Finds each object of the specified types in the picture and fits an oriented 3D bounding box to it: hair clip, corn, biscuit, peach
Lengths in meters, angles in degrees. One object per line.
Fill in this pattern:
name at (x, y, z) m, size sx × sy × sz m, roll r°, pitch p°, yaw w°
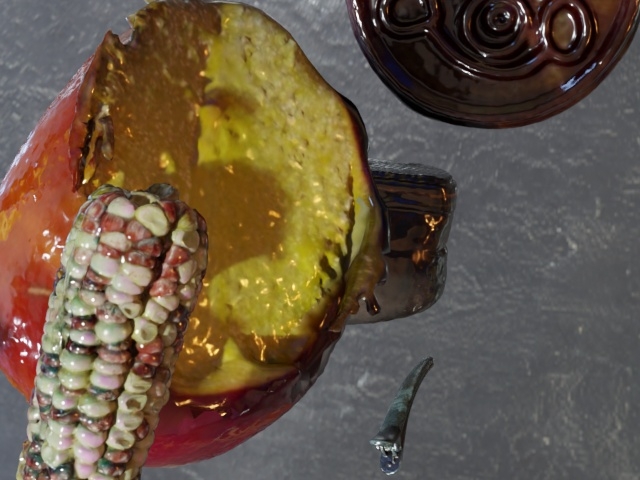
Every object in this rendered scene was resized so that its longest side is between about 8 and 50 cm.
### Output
hair clip at (0.135, 0.249, 1.529) m, size 0.039 × 0.229 × 0.070 m, roll -2°, pitch 126°, yaw 30°
corn at (-0.135, 0.099, 0.625) m, size 0.092 × 0.092 × 0.281 m, roll 12°, pitch 91°, yaw 5°
biscuit at (0.228, -0.347, 1.324) m, size 0.407 × 0.091 × 0.408 m, roll 2°, pitch 103°, yaw 10°
peach at (-0.131, -0.017, 0.927) m, size 0.339 × 0.353 × 0.417 m, roll 26°, pitch 96°, yaw -38°

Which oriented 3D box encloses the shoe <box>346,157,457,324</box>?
shoe at (0.000, 0.000, 1.428) m, size 0.383 × 0.171 × 0.237 m, roll 3°, pitch 102°, yaw -9°
